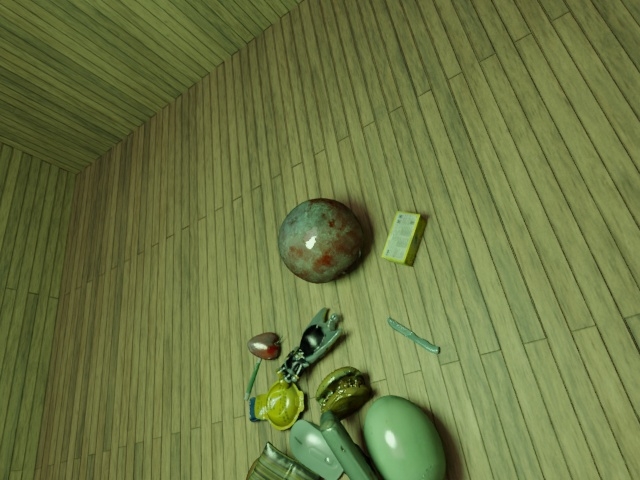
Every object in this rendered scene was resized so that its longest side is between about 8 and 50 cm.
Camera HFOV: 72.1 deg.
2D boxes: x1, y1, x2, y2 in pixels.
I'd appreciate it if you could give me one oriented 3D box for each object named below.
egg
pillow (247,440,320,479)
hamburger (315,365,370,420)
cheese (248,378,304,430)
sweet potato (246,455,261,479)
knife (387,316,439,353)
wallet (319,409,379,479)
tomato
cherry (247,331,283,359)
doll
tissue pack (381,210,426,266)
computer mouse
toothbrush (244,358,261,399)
[{"bbox_3d":[0.234,0.574,1.235,0.203,0.203,0.283,-41,50,16],"label":"egg"},{"bbox_3d":[-0.137,0.804,1.431,0.208,0.052,0.212,27,85,14],"label":"pillow"},{"bbox_3d":[0.067,0.497,1.421,0.177,0.185,0.113,-26,53,-20],"label":"hamburger"},{"bbox_3d":[-0.166,0.600,1.606,0.270,0.069,0.177,-22,60,30],"label":"cheese"},{"bbox_3d":[-0.229,0.902,1.513,0.095,0.106,0.355,13,86,12],"label":"sweet potato"},{"bbox_3d":[0.293,0.307,1.422,0.210,0.015,0.028,27,96,41],"label":"knife"},{"bbox_3d":[0.110,0.640,1.220,0.083,0.252,0.360,-34,82,-10],"label":"wallet"},{"bbox_3d":[0.000,0.000,1.600,0.316,0.282,0.317,-35,34,29],"label":"tomato"},{"bbox_3d":[-0.212,0.405,1.703,0.126,0.087,0.106,12,57,13],"label":"cherry"},{"bbox_3d":[-0.039,0.386,1.569,0.316,0.103,0.145,-47,8,2],"label":"doll"},{"bbox_3d":[0.290,-0.006,1.521,0.095,0.062,0.176,13,80,41],"label":"tissue pack"},{"bbox_3d":[-0.015,0.692,1.457,0.231,0.079,0.128,21,88,36],"label":"computer mouse"},{"bbox_3d":[-0.253,0.504,1.741,0.024,0.018,0.257,10,78,41],"label":"toothbrush"}]
